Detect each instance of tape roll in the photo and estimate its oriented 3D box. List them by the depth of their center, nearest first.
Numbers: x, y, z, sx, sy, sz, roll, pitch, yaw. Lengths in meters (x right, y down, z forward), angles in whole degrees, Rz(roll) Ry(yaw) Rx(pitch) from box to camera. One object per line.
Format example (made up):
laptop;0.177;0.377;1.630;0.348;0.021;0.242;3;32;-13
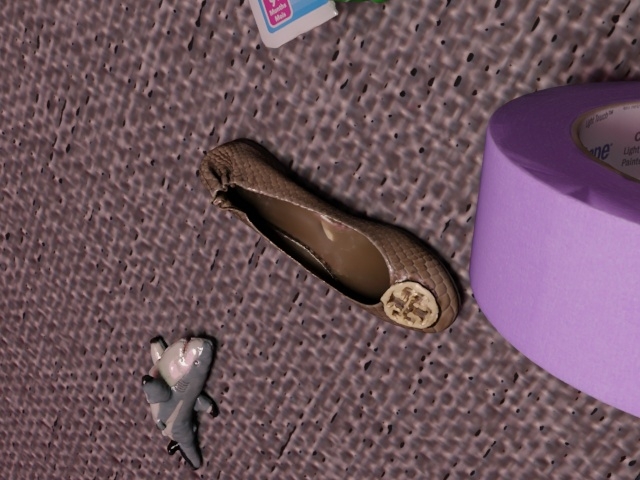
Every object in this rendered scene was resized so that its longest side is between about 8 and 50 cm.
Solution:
tape roll;0.220;-0.005;0.472;0.275;0.275;0.090;14;117;25

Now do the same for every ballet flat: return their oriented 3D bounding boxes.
ballet flat;0.000;0.000;0.737;0.250;0.058;0.084;36;125;12

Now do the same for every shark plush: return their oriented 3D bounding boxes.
shark plush;-0.133;0.168;0.895;0.067;0.073;0.161;-3;107;-1

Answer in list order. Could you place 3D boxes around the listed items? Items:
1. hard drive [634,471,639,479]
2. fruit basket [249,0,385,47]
hard drive;0.291;0.279;0.689;0.172;0.054;0.254;26;122;19
fruit basket;0.022;-0.332;0.519;0.327;0.165;0.353;-17;98;35
